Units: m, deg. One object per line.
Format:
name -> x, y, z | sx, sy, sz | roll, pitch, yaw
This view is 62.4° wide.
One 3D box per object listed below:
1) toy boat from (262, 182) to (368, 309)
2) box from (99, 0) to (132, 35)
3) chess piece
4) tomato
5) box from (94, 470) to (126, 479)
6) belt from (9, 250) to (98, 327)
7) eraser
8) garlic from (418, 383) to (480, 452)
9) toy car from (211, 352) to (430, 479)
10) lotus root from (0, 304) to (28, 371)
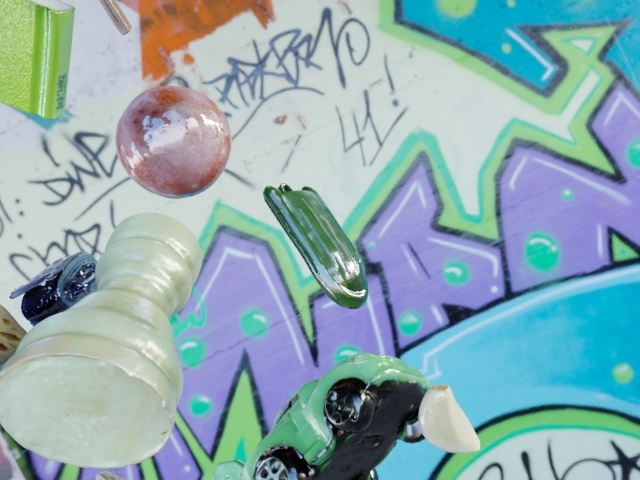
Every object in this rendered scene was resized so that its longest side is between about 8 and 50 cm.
toy boat -> 0.000, 0.000, 0.706 | 0.104, 0.210, 0.052 | -5, -35, -51
box -> -0.467, -0.521, 1.186 | 0.025, 0.115, 0.048 | -25, 37, 5
chess piece -> -0.317, 0.128, 0.882 | 0.234, 0.234, 0.442 | -26, 27, 12
tomato -> -0.348, -0.233, 1.243 | 0.270, 0.270, 0.227 | -27, -8, 0
box -> -0.490, 0.593, 1.248 | 0.098, 0.062, 0.045 | 16, -9, 20
belt -> -0.526, 0.097, 1.117 | 0.129, 0.122, 0.218 | -27, 17, 2
eraser -> -0.709, -0.457, 1.266 | 0.092, 0.210, 0.274 | -75, 7, -64
garlic -> 0.134, 0.197, 0.576 | 0.053, 0.083, 0.041 | -22, 10, 24
toy car -> 0.006, 0.317, 0.843 | 0.213, 0.176, 0.358 | 26, -76, -45
lotus root -> -0.705, 0.177, 0.869 | 0.250, 0.316, 0.316 | -41, 1, 2
